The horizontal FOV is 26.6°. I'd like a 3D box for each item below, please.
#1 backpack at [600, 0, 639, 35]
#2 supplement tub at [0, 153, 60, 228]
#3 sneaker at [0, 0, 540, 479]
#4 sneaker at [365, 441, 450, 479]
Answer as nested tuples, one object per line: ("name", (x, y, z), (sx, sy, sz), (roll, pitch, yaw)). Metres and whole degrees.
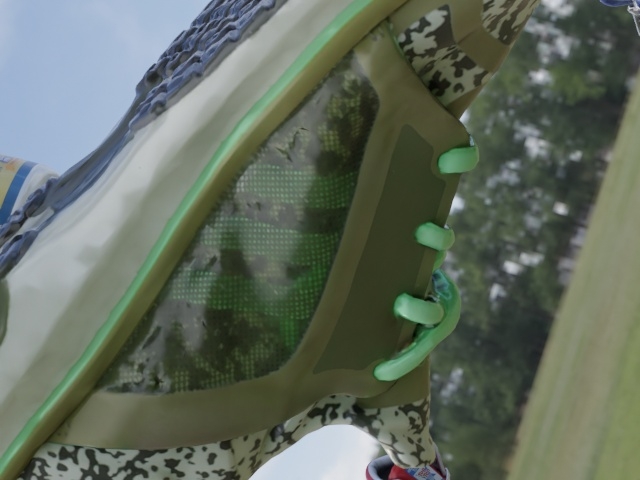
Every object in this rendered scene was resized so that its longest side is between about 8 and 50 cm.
("backpack", (0.204, -0.228, 0.640), (0.263, 0.276, 0.213), (41, -155, -59))
("supplement tub", (-0.344, -0.019, 1.209), (0.144, 0.200, 0.144), (-166, 90, -88))
("sneaker", (0.000, 0.000, 0.530), (0.410, 0.182, 0.158), (-43, 16, 16))
("sneaker", (0.076, 0.144, 0.715), (0.042, 0.118, 0.067), (-45, -50, -50))
